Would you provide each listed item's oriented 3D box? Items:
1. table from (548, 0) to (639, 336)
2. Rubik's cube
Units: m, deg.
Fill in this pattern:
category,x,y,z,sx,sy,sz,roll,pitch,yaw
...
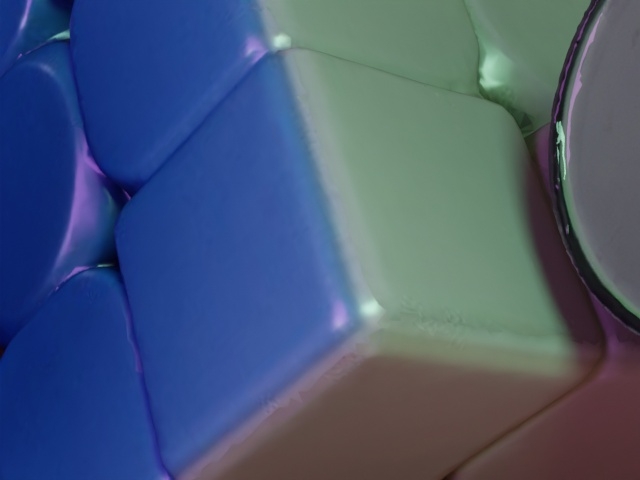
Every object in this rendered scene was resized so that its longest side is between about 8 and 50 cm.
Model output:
category,x,y,z,sx,sy,sz,roll,pitch,yaw
table,0.185,-0.017,0.430,0.126,0.220,0.126,-14,71,50
Rubik's cube,0.000,0.000,0.603,0.292,0.291,0.290,-44,51,38
